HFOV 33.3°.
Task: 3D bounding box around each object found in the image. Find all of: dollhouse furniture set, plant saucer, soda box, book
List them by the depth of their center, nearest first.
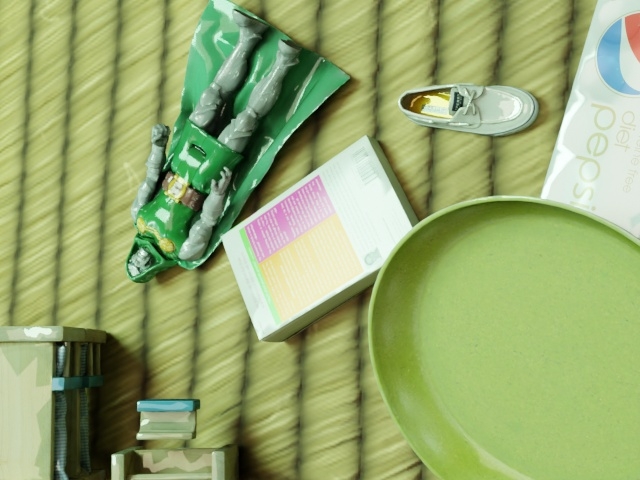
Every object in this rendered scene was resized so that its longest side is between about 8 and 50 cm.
[{"bbox_3d":[0.141,0.080,0.669,0.241,0.037,0.241,16,120,29],"label":"plant saucer"},{"bbox_3d":[0.199,-0.076,0.679,0.074,0.069,0.216,17,93,28],"label":"soda box"},{"bbox_3d":[0.000,0.000,0.800,0.144,0.035,0.096,-33,68,21],"label":"book"},{"bbox_3d":[-0.156,0.133,0.837,0.183,0.129,0.129,-1,84,4],"label":"dollhouse furniture set"}]

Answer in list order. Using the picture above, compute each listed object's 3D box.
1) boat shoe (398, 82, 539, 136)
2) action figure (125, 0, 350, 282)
[{"bbox_3d":[0.102,-0.095,0.751,0.100,0.035,0.035,9,90,29],"label":"boat shoe"},{"bbox_3d":[-0.092,-0.063,0.841,0.137,0.063,0.232,36,106,23],"label":"action figure"}]
